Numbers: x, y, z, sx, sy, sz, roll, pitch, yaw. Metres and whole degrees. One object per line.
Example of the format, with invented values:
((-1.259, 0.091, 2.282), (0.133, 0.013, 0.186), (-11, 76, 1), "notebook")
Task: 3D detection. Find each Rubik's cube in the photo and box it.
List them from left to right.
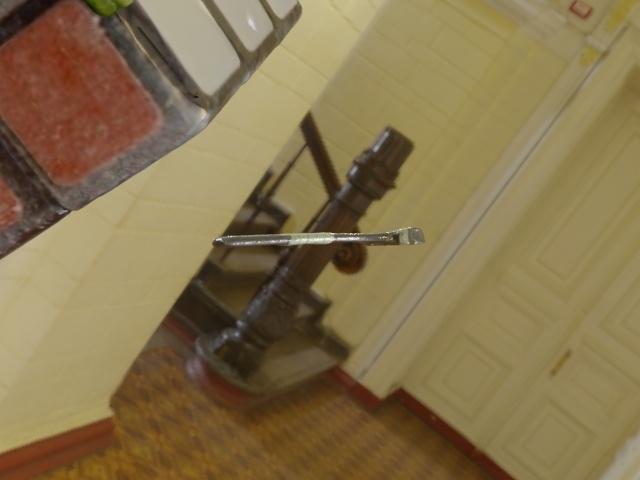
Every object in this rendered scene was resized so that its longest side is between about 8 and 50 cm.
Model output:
((-0.230, -0.166, 0.566), (0.303, 0.305, 0.301), (57, 21, -17), "Rubik's cube")

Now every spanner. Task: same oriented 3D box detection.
((0.000, 0.000, 1.201), (0.316, 0.024, 0.087), (-2, -2, -28), "spanner")

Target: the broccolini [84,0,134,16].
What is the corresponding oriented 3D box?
((-0.123, -0.024, 0.229), (0.062, 0.123, 0.271), (42, 33, -3), "broccolini")
